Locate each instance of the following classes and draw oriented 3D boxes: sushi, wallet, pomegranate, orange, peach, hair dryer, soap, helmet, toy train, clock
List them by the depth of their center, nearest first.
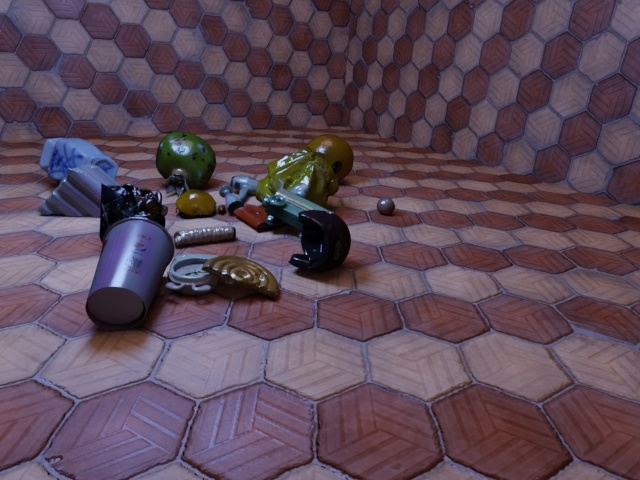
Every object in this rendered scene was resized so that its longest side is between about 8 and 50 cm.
[{"bbox_3d":[-0.362,0.102,1.238,0.151,0.062,0.191,4,23,-2],"label":"clock"},{"bbox_3d":[0.000,0.000,1.360,0.193,0.189,0.216,5,17,-20],"label":"helmet"},{"bbox_3d":[-0.647,-0.086,1.505,0.212,0.215,0.227,0,2,-19],"label":"sushi"},{"bbox_3d":[-0.078,-0.104,1.628,0.285,0.116,0.177,26,37,17],"label":"toy train"},{"bbox_3d":[-0.242,-0.095,1.736,0.142,0.045,0.204,-14,28,-34],"label":"wallet"},{"bbox_3d":[-0.924,-0.136,1.755,0.302,0.258,0.159,44,14,-18],"label":"soap"},{"bbox_3d":[-0.517,-0.157,1.781,0.160,0.112,0.170,12,36,18],"label":"orange"},{"bbox_3d":[0.288,-0.152,1.898,0.083,0.083,0.083,3,23,-1],"label":"peach"},{"bbox_3d":[-0.301,-0.214,2.006,0.229,0.092,0.267,2,36,-17],"label":"hair dryer"},{"bbox_3d":[-0.654,-0.374,2.050,0.290,0.291,0.323,4,23,2],"label":"pomegranate"},{"bbox_3d":[0.042,-0.438,2.304,0.274,0.274,0.274,3,23,-1],"label":"orange"}]

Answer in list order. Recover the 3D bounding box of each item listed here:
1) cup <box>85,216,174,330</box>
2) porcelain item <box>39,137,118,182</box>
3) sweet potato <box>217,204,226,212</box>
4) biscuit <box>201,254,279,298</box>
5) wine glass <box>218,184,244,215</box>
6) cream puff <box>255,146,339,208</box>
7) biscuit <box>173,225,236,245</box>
[{"bbox_3d":[-0.501,0.090,1.120,0.203,0.203,0.288,-2,30,-11],"label":"cup"},{"bbox_3d":[-1.109,-0.342,1.962,0.405,0.243,0.178,20,4,32],"label":"porcelain item"},{"bbox_3d":[-0.419,-0.135,1.826,0.034,0.034,0.095,2,12,-4],"label":"sweet potato"},{"bbox_3d":[-0.215,0.091,1.233,0.224,0.033,0.144,24,23,-3],"label":"biscuit"},{"bbox_3d":[-0.385,-0.174,1.835,0.073,0.073,0.155,-10,36,-28],"label":"wine glass"},{"bbox_3d":[-0.092,-0.269,1.874,0.378,0.275,0.378,1,22,0],"label":"cream puff"},{"bbox_3d":[-0.406,-0.018,1.523,0.219,0.055,0.061,-7,36,-22],"label":"biscuit"}]
